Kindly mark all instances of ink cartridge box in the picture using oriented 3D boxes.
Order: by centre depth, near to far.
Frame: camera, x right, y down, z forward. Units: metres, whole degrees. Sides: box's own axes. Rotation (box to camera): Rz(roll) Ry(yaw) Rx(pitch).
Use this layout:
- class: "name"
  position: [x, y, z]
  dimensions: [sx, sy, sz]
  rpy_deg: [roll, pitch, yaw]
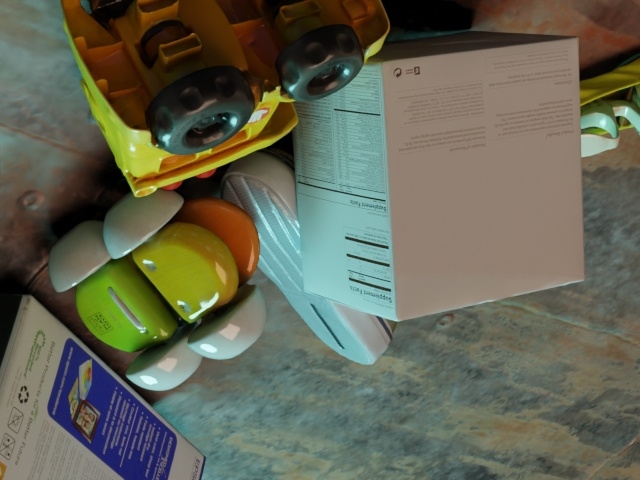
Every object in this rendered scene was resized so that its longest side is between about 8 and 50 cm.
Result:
- class: "ink cartridge box"
  position: [-0.221, 0.207, 1.511]
  dimensions: [0.069, 0.175, 0.371]
  rpy_deg: [0, 151, 26]

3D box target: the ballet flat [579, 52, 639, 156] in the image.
- class: "ballet flat"
  position: [0.274, -0.121, 1.544]
  dimensions: [0.231, 0.077, 0.077]
  rpy_deg: [-16, 141, -19]

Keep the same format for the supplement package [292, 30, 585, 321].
- class: "supplement package"
  position: [0.095, -0.060, 1.351]
  dimensions: [0.194, 0.149, 0.203]
  rpy_deg: [-10, 103, -30]

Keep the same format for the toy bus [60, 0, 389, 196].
- class: "toy bus"
  position: [-0.074, -0.124, 1.259]
  dimensions: [0.220, 0.149, 0.211]
  rpy_deg: [-22, 156, -15]

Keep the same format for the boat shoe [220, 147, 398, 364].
- class: "boat shoe"
  position: [0.000, 0.000, 1.498]
  dimensions: [0.094, 0.109, 0.302]
  rpy_deg: [-57, 146, -20]

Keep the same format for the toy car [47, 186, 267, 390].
- class: "toy car"
  position: [-0.126, 0.025, 1.399]
  dimensions: [0.182, 0.159, 0.136]
  rpy_deg: [-29, -164, 38]
